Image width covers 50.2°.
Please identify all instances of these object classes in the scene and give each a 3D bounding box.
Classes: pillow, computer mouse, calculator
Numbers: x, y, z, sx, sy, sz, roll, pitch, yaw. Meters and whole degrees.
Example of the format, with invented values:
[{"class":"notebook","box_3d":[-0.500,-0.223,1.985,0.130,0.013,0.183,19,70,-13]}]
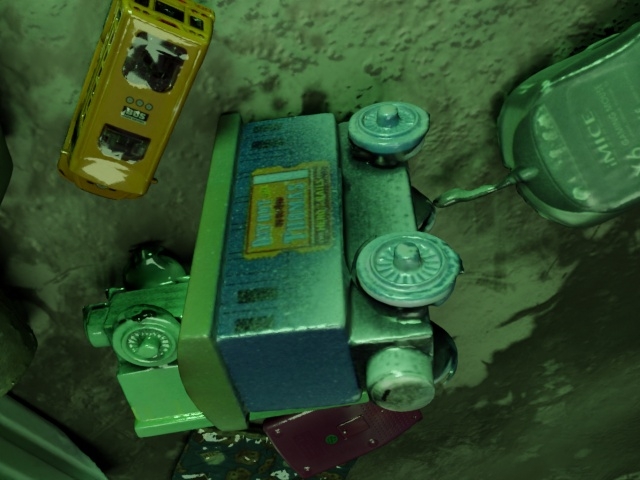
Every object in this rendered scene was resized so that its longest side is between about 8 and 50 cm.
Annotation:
[{"class":"pillow","box_3d":[-0.078,0.326,0.962,0.255,0.034,0.189,9,128,-18]},{"class":"computer mouse","box_3d":[0.276,-0.113,0.623,0.379,0.090,0.167,-23,95,24]},{"class":"calculator","box_3d":[0.030,0.237,0.884,0.190,0.034,0.127,-29,121,4]}]

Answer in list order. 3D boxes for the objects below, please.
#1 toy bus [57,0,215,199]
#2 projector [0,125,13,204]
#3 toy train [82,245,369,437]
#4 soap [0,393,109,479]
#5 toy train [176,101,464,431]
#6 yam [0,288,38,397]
[{"class":"toy bus","box_3d":[-0.157,-0.107,0.561,0.083,0.088,0.195,17,123,-23]},{"class":"projector","box_3d":[-0.366,-0.098,0.428,0.248,0.248,0.249,-3,129,-6]},{"class":"toy train","box_3d":[-0.087,0.099,0.719,0.300,0.120,0.203,-8,132,-2]},{"class":"soap","box_3d":[-0.380,0.290,0.766,0.115,0.208,0.347,-28,128,15]},{"class":"toy train","box_3d":[0.000,0.000,0.546,0.201,0.300,0.131,-6,132,5]},{"class":"yam","box_3d":[-0.375,0.061,0.626,0.153,0.154,0.255,-19,126,6]}]
